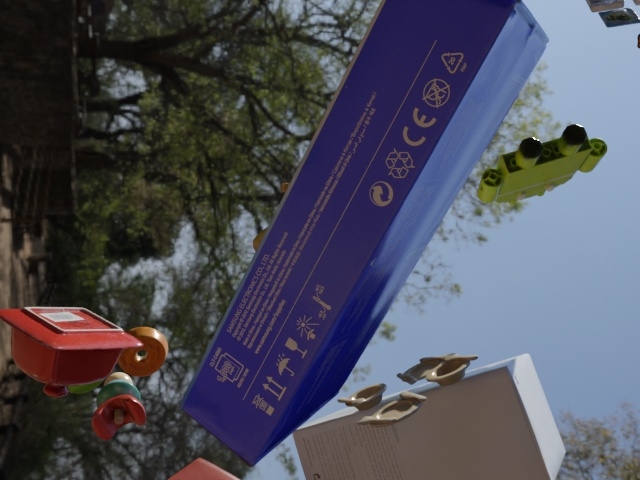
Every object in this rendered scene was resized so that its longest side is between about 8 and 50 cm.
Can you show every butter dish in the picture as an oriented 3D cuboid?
[{"bbox_3d":[-0.368,0.167,0.969,0.160,0.160,0.118,19,-84,35],"label":"butter dish"}]

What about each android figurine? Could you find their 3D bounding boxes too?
[{"bbox_3d":[0.429,-0.137,1.334,0.273,0.249,0.056,78,-4,-71],"label":"android figurine"}]

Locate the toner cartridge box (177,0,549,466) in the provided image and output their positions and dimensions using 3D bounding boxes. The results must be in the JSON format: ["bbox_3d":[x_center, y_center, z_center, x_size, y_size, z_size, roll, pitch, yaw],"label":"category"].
[{"bbox_3d":[0.033,-0.014,0.494,0.075,0.165,0.347,34,-71,15],"label":"toner cartridge box"}]

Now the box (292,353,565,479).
[{"bbox_3d":[0.170,0.309,1.037,0.346,0.215,0.168,-23,-103,21],"label":"box"}]

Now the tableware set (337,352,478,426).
[{"bbox_3d":[0.104,0.172,0.801,0.020,0.169,0.141,65,-23,-3],"label":"tableware set"}]

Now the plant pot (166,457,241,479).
[{"bbox_3d":[-0.195,0.489,0.987,0.235,0.267,0.267,46,-57,15],"label":"plant pot"}]

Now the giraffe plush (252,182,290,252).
[{"bbox_3d":[0.000,0.000,1.150,0.210,0.182,0.170,-71,-159,9],"label":"giraffe plush"}]

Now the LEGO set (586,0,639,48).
[{"bbox_3d":[0.523,-0.341,1.039,0.244,0.183,0.060,-75,156,-54],"label":"LEGO set"}]

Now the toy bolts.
[{"bbox_3d":[-0.409,0.256,1.368,0.158,0.219,0.228,-132,-153,-64],"label":"toy bolts"}]
